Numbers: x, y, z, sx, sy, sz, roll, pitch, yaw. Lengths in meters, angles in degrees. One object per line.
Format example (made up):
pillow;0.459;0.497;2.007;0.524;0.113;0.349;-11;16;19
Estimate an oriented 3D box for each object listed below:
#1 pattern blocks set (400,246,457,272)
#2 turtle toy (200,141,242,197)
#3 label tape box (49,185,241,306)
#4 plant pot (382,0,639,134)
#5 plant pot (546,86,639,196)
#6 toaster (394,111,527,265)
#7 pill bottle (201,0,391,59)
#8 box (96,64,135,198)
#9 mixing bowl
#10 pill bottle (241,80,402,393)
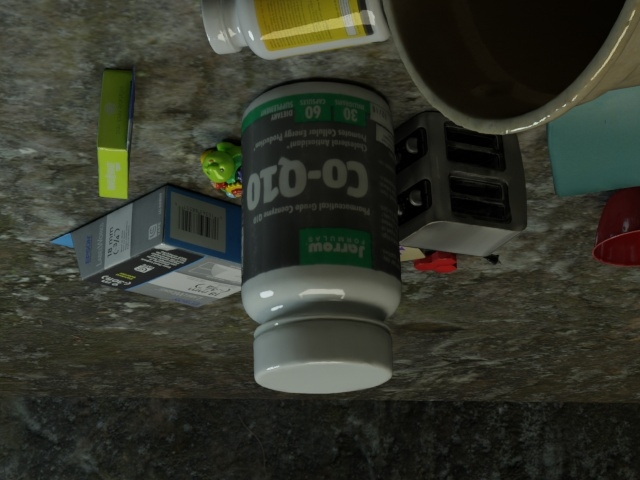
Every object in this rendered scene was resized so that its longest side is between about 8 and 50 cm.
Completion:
pattern blocks set;0.094;0.005;2.009;0.285;0.026;0.325;-6;160;10
turtle toy;-0.120;-0.099;1.643;0.095;0.066;0.130;-11;158;25
label tape box;-0.259;0.030;1.934;0.240;0.106;0.333;17;153;-40
plant pot;0.260;-0.255;0.936;0.305;0.334;0.334;-4;164;-29
plant pot;0.326;-0.183;1.323;0.165;0.166;0.234;-8;154;16
toaster;0.188;-0.070;1.599;0.185;0.168;0.110;8;157;-24
pill bottle;-0.023;-0.241;1.199;0.184;0.103;0.103;-7;160;14
box;-0.255;-0.134;1.469;0.042;0.109;0.178;3;160;-9
mixing bowl;0.511;-0.033;1.832;0.181;0.098;0.181;-2;161;-1
pill bottle;0.000;0.000;1.492;0.204;0.361;0.204;-2;160;-1
